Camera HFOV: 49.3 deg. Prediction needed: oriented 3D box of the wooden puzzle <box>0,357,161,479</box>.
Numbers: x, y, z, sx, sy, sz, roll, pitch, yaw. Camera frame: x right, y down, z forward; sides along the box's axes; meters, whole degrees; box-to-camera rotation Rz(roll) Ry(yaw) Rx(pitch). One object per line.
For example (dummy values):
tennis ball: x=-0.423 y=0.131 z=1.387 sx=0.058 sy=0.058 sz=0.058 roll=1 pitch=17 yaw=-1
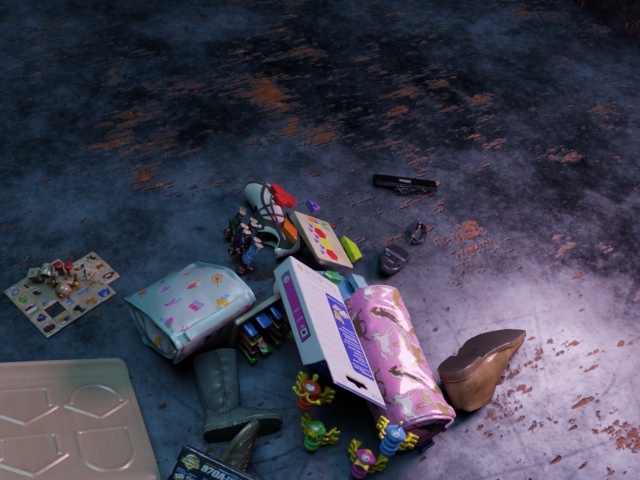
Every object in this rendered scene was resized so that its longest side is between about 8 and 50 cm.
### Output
wooden puzzle: x=-0.520 y=0.396 z=1.410 sx=0.322 sy=0.080 sz=0.347 roll=3 pitch=38 yaw=-32

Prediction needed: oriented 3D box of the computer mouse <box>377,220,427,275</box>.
computer mouse: x=0.226 y=0.023 z=1.905 sx=0.071 sy=0.041 sz=0.242 roll=35 pitch=47 yaw=14

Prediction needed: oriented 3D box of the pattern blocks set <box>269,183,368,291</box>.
pattern blocks set: x=0.000 y=0.000 z=1.803 sx=0.285 sy=0.026 sz=0.324 roll=24 pitch=30 yaw=-37

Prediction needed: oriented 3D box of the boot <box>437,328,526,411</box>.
boot: x=0.388 y=0.295 z=1.637 sx=0.305 sy=0.115 sz=0.112 roll=-24 pitch=11 yaw=-40

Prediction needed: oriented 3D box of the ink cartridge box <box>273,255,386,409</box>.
ink cartridge box: x=0.015 y=0.204 z=1.506 sx=0.069 sy=0.176 sz=0.371 roll=-42 pitch=41 yaw=16

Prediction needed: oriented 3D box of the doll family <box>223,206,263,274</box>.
doll family: x=-0.208 y=0.006 z=1.841 sx=0.076 sy=0.111 sz=0.193 roll=26 pitch=28 yaw=-26

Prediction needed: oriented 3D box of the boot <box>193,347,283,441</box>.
boot: x=-0.189 y=0.338 z=1.567 sx=0.190 sy=0.076 sz=0.208 roll=-3 pitch=41 yaw=-9

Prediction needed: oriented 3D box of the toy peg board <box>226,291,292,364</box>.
toy peg board: x=-0.125 y=0.208 z=1.633 sx=0.161 sy=0.160 sz=0.079 roll=-32 pitch=73 yaw=-28

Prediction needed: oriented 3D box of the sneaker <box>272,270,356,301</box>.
sneaker: x=-0.009 y=0.133 z=1.753 sx=0.229 sy=0.092 sz=0.087 roll=16 pitch=43 yaw=-16

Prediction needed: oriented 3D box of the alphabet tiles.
alphabet tiles: x=-0.643 y=0.121 z=1.767 sx=0.198 sy=0.009 sz=0.237 roll=36 pitch=54 yaw=26

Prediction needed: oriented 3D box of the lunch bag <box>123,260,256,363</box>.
lunch bag: x=-0.291 y=0.164 z=1.598 sx=0.223 sy=0.160 sz=0.262 roll=-30 pitch=23 yaw=-28

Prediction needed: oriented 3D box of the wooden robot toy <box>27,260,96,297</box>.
wooden robot toy: x=-0.649 y=0.102 z=1.734 sx=0.173 sy=0.076 sz=0.079 roll=3 pitch=58 yaw=0

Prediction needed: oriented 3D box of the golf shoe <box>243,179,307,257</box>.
golf shoe: x=-0.144 y=-0.065 z=1.912 sx=0.120 sy=0.105 sz=0.273 roll=-33 pitch=57 yaw=-22

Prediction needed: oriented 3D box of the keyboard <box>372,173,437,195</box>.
keyboard: x=0.250 y=-0.159 z=2.080 sx=0.192 sy=0.038 sz=0.100 roll=7 pitch=24 yaw=3

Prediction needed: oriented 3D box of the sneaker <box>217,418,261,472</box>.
sneaker: x=-0.173 y=0.460 z=1.438 sx=0.071 sy=0.066 sz=0.188 roll=38 pitch=78 yaw=9

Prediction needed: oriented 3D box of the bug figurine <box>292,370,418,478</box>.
bug figurine: x=0.050 y=0.393 z=1.431 sx=0.279 sy=0.216 sz=0.072 roll=25 pitch=40 yaw=16

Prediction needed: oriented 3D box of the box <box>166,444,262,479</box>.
box: x=-0.206 y=0.524 z=1.353 sx=0.220 sy=0.051 sz=0.175 roll=20 pitch=76 yaw=15

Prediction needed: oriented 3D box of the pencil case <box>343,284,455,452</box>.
pencil case: x=0.164 y=0.277 z=1.583 sx=0.160 sy=0.167 sz=0.386 roll=-39 pitch=47 yaw=20
